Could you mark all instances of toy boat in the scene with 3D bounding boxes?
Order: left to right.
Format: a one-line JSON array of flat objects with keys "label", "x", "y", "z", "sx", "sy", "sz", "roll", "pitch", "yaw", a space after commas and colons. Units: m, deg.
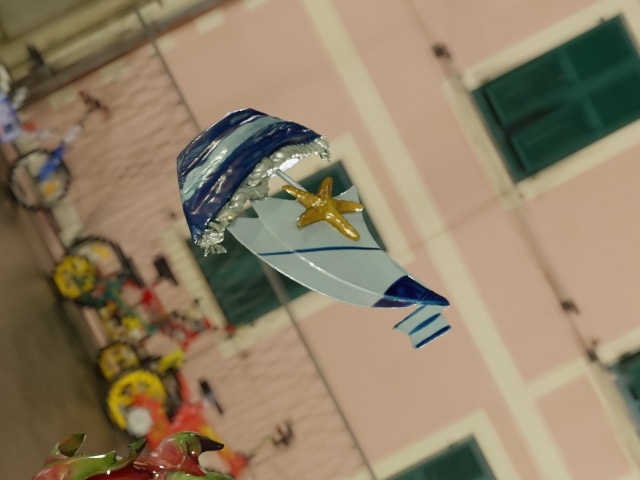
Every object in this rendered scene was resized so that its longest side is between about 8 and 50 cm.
[{"label": "toy boat", "x": 0.000, "y": 0.000, "z": 1.450, "sx": 0.291, "sy": 0.067, "sz": 0.220, "roll": 43, "pitch": 41, "yaw": 8}]

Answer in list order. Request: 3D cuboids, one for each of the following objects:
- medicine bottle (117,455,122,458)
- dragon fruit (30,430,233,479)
[{"label": "medicine bottle", "x": -0.150, "y": 0.276, "z": 1.196, "sx": 0.074, "sy": 0.074, "sz": 0.218, "roll": -121, "pitch": -164, "yaw": -80}, {"label": "dragon fruit", "x": -0.118, "y": 0.173, "z": 0.701, "sx": 0.135, "sy": 0.236, "sz": 0.137, "roll": 63, "pitch": -21, "yaw": -5}]
